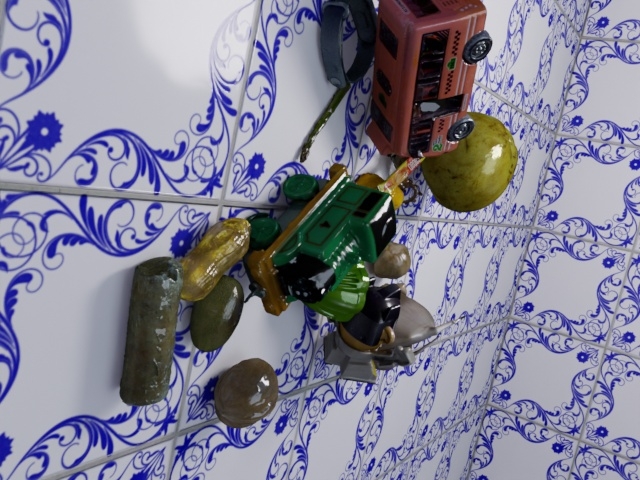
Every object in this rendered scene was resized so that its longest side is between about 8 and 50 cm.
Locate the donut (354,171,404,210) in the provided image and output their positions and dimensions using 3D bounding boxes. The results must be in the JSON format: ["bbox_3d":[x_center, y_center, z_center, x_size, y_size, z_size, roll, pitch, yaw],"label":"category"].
[{"bbox_3d":[0.120,-0.076,1.716,0.259,0.101,0.152,-61,141,-13],"label":"donut"}]

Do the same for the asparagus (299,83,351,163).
[{"bbox_3d":[0.009,-0.281,1.498,0.248,0.025,0.024,-60,161,-22],"label":"asparagus"}]

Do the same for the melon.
[{"bbox_3d":[-0.209,0.146,1.283,0.099,0.099,0.162,22,86,-59],"label":"melon"}]

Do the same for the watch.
[{"bbox_3d":[0.066,-0.467,1.463,0.193,0.068,0.206,-59,148,-24],"label":"watch"}]

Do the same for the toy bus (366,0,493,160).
[{"bbox_3d":[0.243,-0.394,1.523,0.233,0.203,0.427,-17,144,-13],"label":"toy bus"}]

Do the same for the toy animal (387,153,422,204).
[{"bbox_3d":[0.241,-0.242,1.831,0.260,0.087,0.243,26,83,-56],"label":"toy animal"}]

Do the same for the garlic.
[{"bbox_3d":[0.219,0.272,1.839,0.246,0.340,0.231,-11,107,-26],"label":"garlic"}]

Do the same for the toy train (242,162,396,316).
[{"bbox_3d":[0.000,0.000,1.397,0.429,0.249,0.178,-50,142,-34],"label":"toy train"}]

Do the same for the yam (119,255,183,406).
[{"bbox_3d":[-0.302,0.160,1.148,0.093,0.093,0.259,-8,111,-57],"label":"yam"}]

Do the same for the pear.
[{"bbox_3d":[0.446,-0.245,1.939,0.304,0.304,0.304,-32,130,-48],"label":"pear"}]

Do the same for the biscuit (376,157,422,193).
[{"bbox_3d":[0.226,-0.190,1.740,0.048,0.026,0.292,56,45,-10],"label":"biscuit"}]

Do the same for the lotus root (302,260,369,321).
[{"bbox_3d":[0.001,0.102,1.562,0.186,0.186,0.186,-32,130,-48],"label":"lotus root"}]

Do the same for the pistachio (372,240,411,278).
[{"bbox_3d":[0.215,0.066,1.920,0.126,0.108,0.185,-47,155,1],"label":"pistachio"}]

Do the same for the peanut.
[{"bbox_3d":[-0.210,0.034,1.240,0.206,0.087,0.087,-51,142,-30],"label":"peanut"}]

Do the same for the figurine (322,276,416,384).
[{"bbox_3d":[0.113,0.230,1.654,0.143,0.308,0.308,-49,143,-51],"label":"figurine"}]

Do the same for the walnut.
[{"bbox_3d":[-0.163,0.336,1.414,0.162,0.140,0.140,-27,126,-39],"label":"walnut"}]
